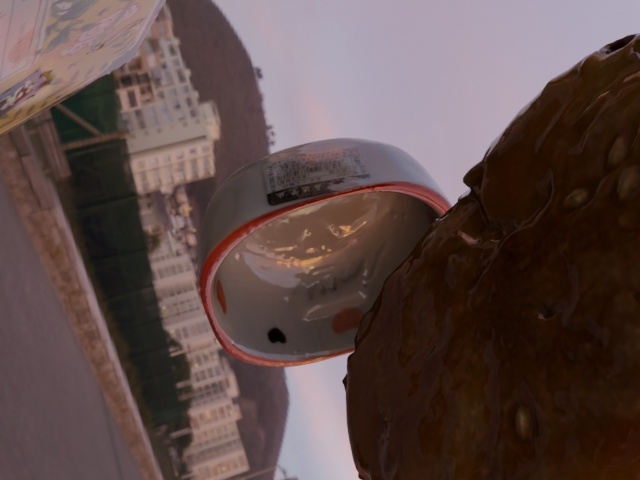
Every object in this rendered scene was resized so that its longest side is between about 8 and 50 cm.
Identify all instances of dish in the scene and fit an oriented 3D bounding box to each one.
[{"bbox_3d":[0.000,0.000,0.738,0.256,0.256,0.117,90,-14,-48],"label":"dish"}]

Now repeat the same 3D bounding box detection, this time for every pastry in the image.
[{"bbox_3d":[0.147,0.051,0.416,0.311,0.161,0.255,-54,-153,33],"label":"pastry"}]

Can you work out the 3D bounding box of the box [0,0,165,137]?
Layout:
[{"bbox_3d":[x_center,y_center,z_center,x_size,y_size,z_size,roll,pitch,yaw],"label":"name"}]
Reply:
[{"bbox_3d":[-0.235,-0.163,0.456,0.138,0.373,0.420,50,-31,-6],"label":"box"}]
